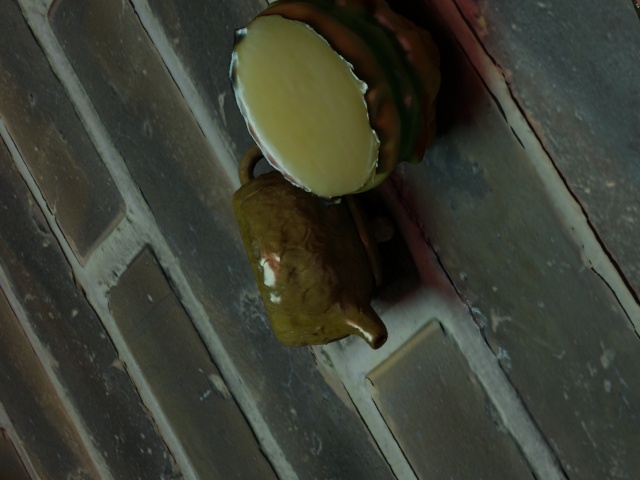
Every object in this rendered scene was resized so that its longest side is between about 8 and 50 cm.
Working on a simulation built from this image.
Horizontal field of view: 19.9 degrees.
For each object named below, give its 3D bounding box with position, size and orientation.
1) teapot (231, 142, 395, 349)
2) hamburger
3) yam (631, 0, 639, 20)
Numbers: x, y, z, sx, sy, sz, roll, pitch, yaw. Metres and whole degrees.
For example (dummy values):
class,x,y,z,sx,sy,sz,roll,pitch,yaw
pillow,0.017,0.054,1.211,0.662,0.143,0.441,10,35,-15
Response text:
class,x,y,z,sx,sy,sz,roll,pitch,yaw
teapot,0.000,0.000,2.035,0.203,0.167,0.311,74,176,-55
hamburger,0.028,-0.168,1.893,0.237,0.149,0.237,32,139,33
yam,0.298,-0.186,1.617,0.021,0.021,0.116,-25,87,56
